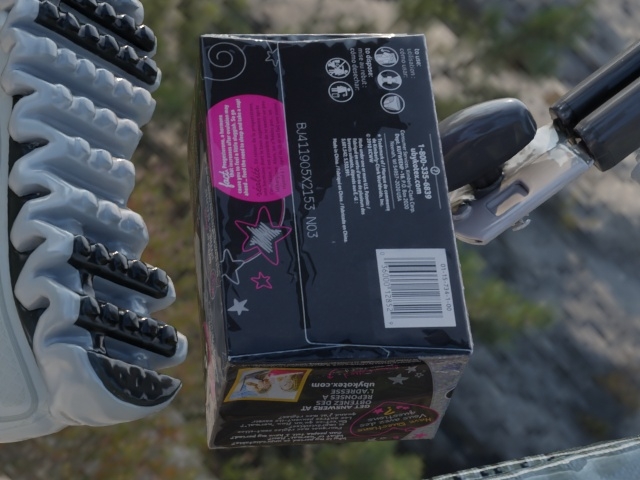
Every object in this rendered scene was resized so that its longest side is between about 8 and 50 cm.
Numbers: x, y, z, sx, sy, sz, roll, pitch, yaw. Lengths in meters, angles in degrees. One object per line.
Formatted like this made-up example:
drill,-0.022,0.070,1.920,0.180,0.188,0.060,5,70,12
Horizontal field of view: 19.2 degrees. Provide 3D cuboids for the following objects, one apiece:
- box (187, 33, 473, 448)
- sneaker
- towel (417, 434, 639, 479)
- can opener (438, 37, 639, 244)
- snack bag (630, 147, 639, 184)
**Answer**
box,0.000,0.000,1.269,0.163,0.142,0.247,-1,61,-10
sneaker,-0.145,-0.038,0.928,0.110,0.118,0.292,32,44,-47
towel,0.078,0.189,0.478,0.324,0.056,0.312,-13,61,-10
can opener,0.197,-0.095,1.383,0.093,0.280,0.074,60,-5,-38
snack bag,0.317,-0.041,0.884,0.037,0.342,0.323,-27,63,-35
